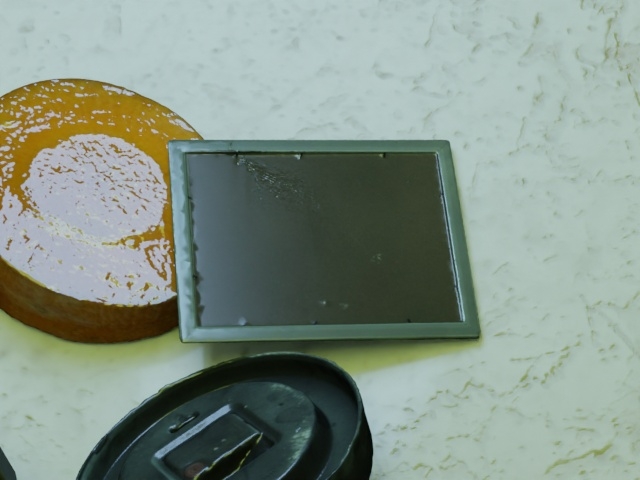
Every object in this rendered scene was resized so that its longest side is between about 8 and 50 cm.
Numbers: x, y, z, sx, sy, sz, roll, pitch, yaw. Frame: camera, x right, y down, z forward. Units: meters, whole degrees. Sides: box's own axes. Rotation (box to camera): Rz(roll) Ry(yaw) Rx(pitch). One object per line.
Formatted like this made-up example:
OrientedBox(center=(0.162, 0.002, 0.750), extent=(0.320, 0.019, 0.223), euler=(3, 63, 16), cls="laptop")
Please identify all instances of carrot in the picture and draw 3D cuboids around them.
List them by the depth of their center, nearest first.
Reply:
OrientedBox(center=(-0.226, -0.027, 1.711), extent=(0.307, 0.100, 0.258), euler=(29, 66, 11), cls="carrot")

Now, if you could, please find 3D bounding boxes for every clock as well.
OrientedBox(center=(-0.086, 0.205, 1.503), extent=(0.281, 0.055, 0.280), euler=(-17, 28, 10), cls="clock")

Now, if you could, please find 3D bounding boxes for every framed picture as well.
OrientedBox(center=(0.000, 0.000, 1.670), extent=(0.296, 0.019, 0.232), euler=(0, 60, -10), cls="framed picture")

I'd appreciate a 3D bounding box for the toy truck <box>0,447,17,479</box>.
OrientedBox(center=(-0.460, 0.300, 1.476), extent=(0.405, 0.180, 0.254), euler=(-20, 47, -4), cls="toy truck")
